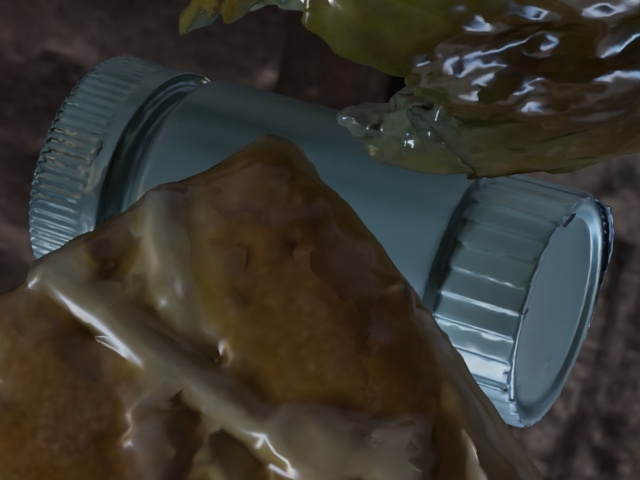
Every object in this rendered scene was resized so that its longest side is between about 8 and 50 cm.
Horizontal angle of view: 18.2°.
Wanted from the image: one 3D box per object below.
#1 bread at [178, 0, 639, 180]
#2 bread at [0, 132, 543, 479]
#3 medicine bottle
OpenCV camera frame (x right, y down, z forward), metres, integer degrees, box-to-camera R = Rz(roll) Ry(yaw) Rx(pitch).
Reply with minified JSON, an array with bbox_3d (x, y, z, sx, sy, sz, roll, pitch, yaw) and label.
[{"bbox_3d":[0.078,-0.158,0.808,0.314,0.370,0.191,-6,-131,-15],"label":"bread"},{"bbox_3d":[-0.061,0.206,0.807,0.390,0.371,0.279,54,179,6],"label":"bread"},{"bbox_3d":[0.000,0.000,1.188,0.318,0.158,0.158,17,-175,24],"label":"medicine bottle"}]
